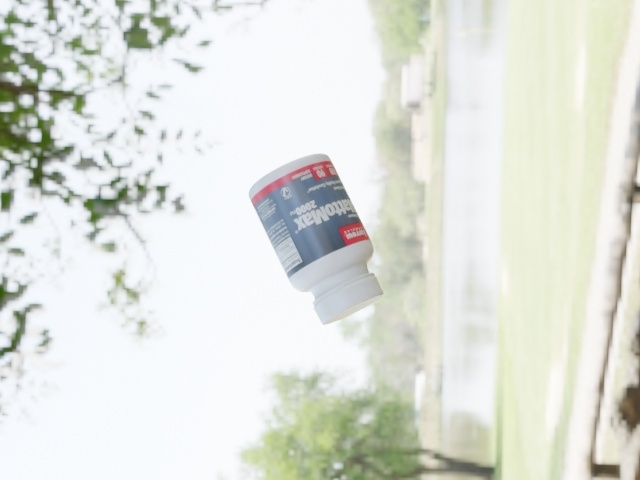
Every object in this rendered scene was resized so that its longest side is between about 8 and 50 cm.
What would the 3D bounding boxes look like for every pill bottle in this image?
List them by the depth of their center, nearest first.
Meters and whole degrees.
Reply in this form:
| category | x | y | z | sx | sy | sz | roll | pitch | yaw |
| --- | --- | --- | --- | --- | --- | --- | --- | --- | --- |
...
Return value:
| category | x | y | z | sx | sy | sz | roll | pitch | yaw |
| --- | --- | --- | --- | --- | --- | --- | --- | --- | --- |
| pill bottle | 0.000 | 0.000 | 1.414 | 0.180 | 0.108 | 0.108 | 64 | 179 | 9 |
